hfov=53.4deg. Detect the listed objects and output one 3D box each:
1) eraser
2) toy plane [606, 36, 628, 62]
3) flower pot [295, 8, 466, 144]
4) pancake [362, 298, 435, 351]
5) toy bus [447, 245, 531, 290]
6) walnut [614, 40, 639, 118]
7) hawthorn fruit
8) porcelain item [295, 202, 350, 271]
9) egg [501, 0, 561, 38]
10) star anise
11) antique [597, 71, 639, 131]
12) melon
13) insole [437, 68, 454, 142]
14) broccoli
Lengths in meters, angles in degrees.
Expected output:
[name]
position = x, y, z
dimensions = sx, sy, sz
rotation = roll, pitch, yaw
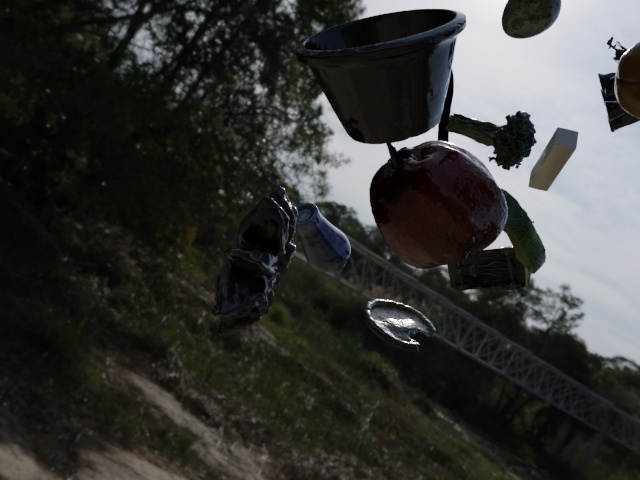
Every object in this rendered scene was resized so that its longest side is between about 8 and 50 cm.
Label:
[eraser]
position = 0.850, -0.293, 2.335
dimensions = 0.076, 0.078, 0.298
rotation = 15, -25, 5
[toy plane]
position = 0.997, -0.626, 2.121
dimensions = 0.121, 0.049, 0.031
rotation = 32, 11, -14
[flower pot]
position = 0.104, -0.256, 1.008
dimensions = 0.269, 0.269, 0.166
rotation = 26, -45, 53
[pancake]
position = 0.273, 0.286, 2.175
dimensions = 0.288, 0.033, 0.286
rotation = 11, 23, -25
[toy bus]
position = 0.590, 0.093, 2.176
dimensions = 0.152, 0.144, 0.330
rotation = -10, 1, -35
[walnut]
position = 0.783, -0.369, 1.442
dimensions = 0.226, 0.193, 0.193
rotation = -13, -3, -2
[hawthorn fruit]
position = 0.211, -0.097, 1.236
dimensions = 0.300, 0.254, 0.254
rotation = 58, -13, -19
[porcelain item]
position = 0.000, 0.000, 1.887
dimensions = 0.141, 0.141, 0.259
rotation = 27, -19, 42
[egg]
position = 0.548, -0.600, 1.670
dimensions = 0.132, 0.132, 0.172
rotation = 31, -33, -16
[star anise]
position = -0.123, 0.046, 1.295
dimensions = 0.117, 0.332, 0.332
rotation = 18, -4, 5
[antique]
position = 1.164, -0.542, 2.321
dimensions = 0.255, 0.185, 0.322
rotation = -12, -19, 27
[melon]
position = 0.447, -0.023, 1.451
dimensions = 0.209, 0.064, 0.118
rotation = 57, -5, -16
[insole]
position = 0.447, -0.467, 2.283
dimensions = 0.007, 0.322, 0.109
rotation = -2, 10, -18
[broccoli]
position = 0.559, -0.353, 2.034
dimensions = 0.275, 0.198, 0.177
rotation = 34, -44, 32
